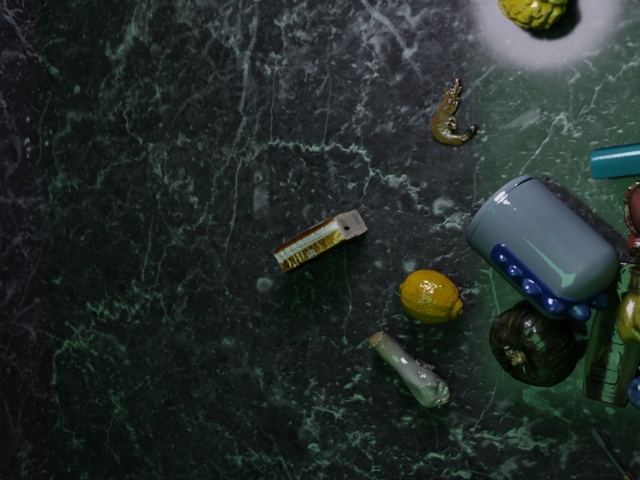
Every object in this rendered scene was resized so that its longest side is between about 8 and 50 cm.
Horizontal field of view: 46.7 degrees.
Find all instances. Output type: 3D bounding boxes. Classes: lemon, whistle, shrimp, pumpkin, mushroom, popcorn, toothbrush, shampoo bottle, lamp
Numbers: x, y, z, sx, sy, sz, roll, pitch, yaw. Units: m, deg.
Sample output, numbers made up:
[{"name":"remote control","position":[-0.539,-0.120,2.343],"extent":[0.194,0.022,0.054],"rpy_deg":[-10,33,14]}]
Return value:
[{"name":"lemon","position":[0.298,0.155,1.991],"extent":[0.187,0.142,0.142],"rpy_deg":[24,105,19]},{"name":"whistle","position":[0.756,0.341,1.730],"extent":[0.090,0.090,0.157],"rpy_deg":[-11,108,28]},{"name":"shrimp","position":[0.369,-0.337,1.976],"extent":[0.124,0.034,0.178],"rpy_deg":[29,108,20]},{"name":"pumpkin","position":[0.529,0.266,1.852],"extent":[0.224,0.157,0.223],"rpy_deg":[30,138,32]},{"name":"mushroom","position":[0.244,0.358,2.063],"extent":[0.278,0.096,0.099],"rpy_deg":[43,110,23]},{"name":"popcorn","position":[0.535,-0.629,1.804],"extent":[0.203,0.226,0.200],"rpy_deg":[-14,127,-8]},{"name":"popcorn","position":[0.827,0.170,1.658],"extent":[0.250,0.242,0.234],"rpy_deg":[20,76,-11]},{"name":"toothbrush","position":[0.776,0.604,1.838],"extent":[0.321,0.031,0.023],"rpy_deg":[58,144,12]},{"name":"shampoo bottle","position":[0.727,0.224,1.805],"extent":[0.126,0.084,0.349],"rpy_deg":[13,99,28]},{"name":"lamp","position":[0.812,-0.054,1.716],"extent":[0.215,0.151,0.223],"rpy_deg":[19,146,31]}]

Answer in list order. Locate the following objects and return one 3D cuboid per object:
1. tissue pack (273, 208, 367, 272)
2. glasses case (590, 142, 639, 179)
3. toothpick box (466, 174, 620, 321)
[{"name":"tissue pack","position":[0.000,0.000,2.109],"extent":[0.226,0.183,0.091],"rpy_deg":[-32,84,26]},{"name":"glasses case","position":[0.782,-0.200,1.687],"extent":[0.301,0.117,0.070],"rpy_deg":[-7,106,39]},{"name":"toothpick box","position":[0.538,0.042,1.765],"extent":[0.354,0.263,0.263],"rpy_deg":[48,113,25]}]
